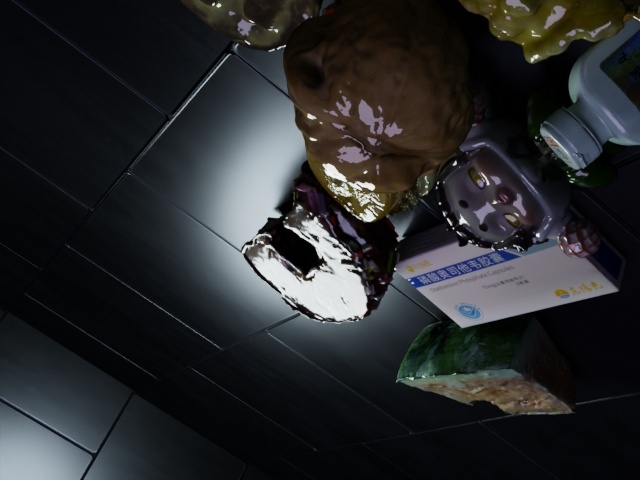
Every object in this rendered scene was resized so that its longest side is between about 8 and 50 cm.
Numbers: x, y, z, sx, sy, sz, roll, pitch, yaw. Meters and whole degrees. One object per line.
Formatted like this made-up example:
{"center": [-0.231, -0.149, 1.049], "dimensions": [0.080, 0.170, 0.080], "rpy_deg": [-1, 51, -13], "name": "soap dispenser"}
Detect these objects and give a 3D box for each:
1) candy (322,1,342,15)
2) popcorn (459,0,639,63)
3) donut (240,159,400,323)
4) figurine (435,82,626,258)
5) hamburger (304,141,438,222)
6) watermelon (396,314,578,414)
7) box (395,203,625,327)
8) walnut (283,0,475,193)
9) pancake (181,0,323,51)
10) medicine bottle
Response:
{"center": [0.084, -0.266, 1.072], "dimensions": [0.185, 0.049, 0.055], "rpy_deg": [25, 180, -14], "name": "candy"}
{"center": [0.232, -0.277, 0.779], "dimensions": [0.189, 0.218, 0.169], "rpy_deg": [60, 174, -5], "name": "popcorn"}
{"center": [0.015, 0.017, 1.393], "dimensions": [0.259, 0.136, 0.345], "rpy_deg": [42, 149, 1], "name": "donut"}
{"center": [0.287, -0.109, 1.039], "dimensions": [0.281, 0.167, 0.370], "rpy_deg": [48, 137, -1], "name": "figurine"}
{"center": [0.069, -0.137, 1.167], "dimensions": [0.215, 0.122, 0.189], "rpy_deg": [37, 152, 34], "name": "hamburger"}
{"center": [0.319, 0.230, 1.534], "dimensions": [0.264, 0.151, 0.302], "rpy_deg": [-15, 147, 43], "name": "watermelon"}
{"center": [0.298, 0.038, 1.320], "dimensions": [0.200, 0.065, 0.343], "rpy_deg": [40, 146, -20], "name": "box"}
{"center": [0.070, -0.186, 0.951], "dimensions": [0.257, 0.257, 0.224], "rpy_deg": [27, 133, -1], "name": "walnut"}
{"center": [-0.118, -0.375, 1.045], "dimensions": [0.294, 0.049, 0.294], "rpy_deg": [21, 146, 15], "name": "pancake"}
{"center": [0.341, -0.172, 0.841], "dimensions": [0.121, 0.229, 0.083], "rpy_deg": [48, -173, -2], "name": "medicine bottle"}
